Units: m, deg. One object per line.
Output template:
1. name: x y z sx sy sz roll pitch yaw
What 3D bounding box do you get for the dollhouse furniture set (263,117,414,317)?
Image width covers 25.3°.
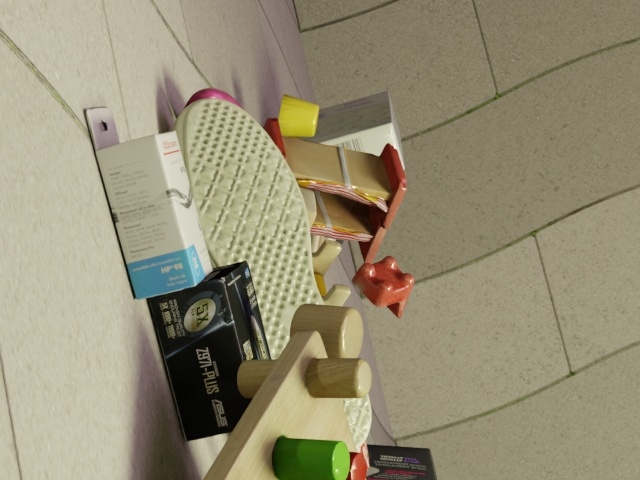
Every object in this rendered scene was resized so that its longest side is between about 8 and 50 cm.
1. dollhouse furniture set: 0.013 0.010 1.916 0.374 0.201 0.152 -101 -151 -50

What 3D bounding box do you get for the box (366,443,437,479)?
1. box: 0.062 0.366 1.782 0.270 0.165 0.143 -88 -178 -77

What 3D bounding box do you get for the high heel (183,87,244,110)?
1. high heel: -0.118 -0.084 1.795 0.244 0.082 0.117 87 -10 -57

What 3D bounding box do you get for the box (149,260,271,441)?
1. box: -0.102 0.106 1.432 0.180 0.077 0.147 -42 118 -84

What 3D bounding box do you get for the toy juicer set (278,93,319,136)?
1. toy juicer set: -0.074 -0.063 2.257 0.329 0.089 0.209 -79 179 -48

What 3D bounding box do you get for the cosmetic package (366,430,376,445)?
1. cosmetic package: 0.036 0.358 2.088 0.238 0.107 0.127 -79 151 -71

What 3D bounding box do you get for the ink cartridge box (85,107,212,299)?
1. ink cartridge box: -0.158 -0.043 1.335 0.104 0.060 0.180 -57 133 -82

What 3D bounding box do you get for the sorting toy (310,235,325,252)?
1. sorting toy: -0.023 0.041 2.308 0.208 0.038 0.193 90 10 -73

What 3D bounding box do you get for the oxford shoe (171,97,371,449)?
1. oxford shoe: -0.080 0.052 1.637 0.130 0.169 0.449 -34 -106 52

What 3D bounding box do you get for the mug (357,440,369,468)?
1. mug: 0.004 0.202 1.755 0.150 0.113 0.169 24 55 -80

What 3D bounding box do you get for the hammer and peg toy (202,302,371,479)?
1. hammer and peg toy: 0.000 0.227 1.308 0.361 0.127 0.266 -56 137 -52

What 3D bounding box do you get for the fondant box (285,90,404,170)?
1. fondant box: 0.027 -0.176 2.644 0.330 0.238 0.096 -84 158 -75

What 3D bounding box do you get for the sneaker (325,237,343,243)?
1. sneaker: 0.000 0.000 2.669 0.153 0.094 0.235 61 4 -38
